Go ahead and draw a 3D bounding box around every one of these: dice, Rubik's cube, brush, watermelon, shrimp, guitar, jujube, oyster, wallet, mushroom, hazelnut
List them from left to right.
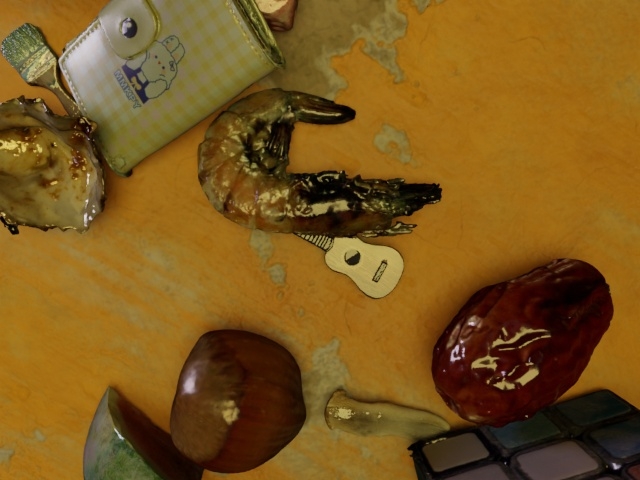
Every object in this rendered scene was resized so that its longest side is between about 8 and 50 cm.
[{"bbox_3d":[-0.467,-0.114,0.992,0.337,0.133,0.197,8,97,1],"label":"oyster"},{"bbox_3d":[-0.402,-0.236,1.039,0.070,0.021,0.196,-38,97,2],"label":"brush"},{"bbox_3d":[-0.270,0.372,1.038,0.260,0.176,0.256,35,132,-5],"label":"watermelon"},{"bbox_3d":[-0.223,-0.257,0.970,0.310,0.077,0.223,-28,95,23],"label":"wallet"},{"bbox_3d":[-0.117,0.239,1.004,0.210,0.186,0.210,-1,78,5],"label":"hazelnut"},{"bbox_3d":[-0.078,-0.360,0.994,0.093,0.094,0.091,11,96,0],"label":"dice"},{"bbox_3d":[-0.001,0.000,1.055,0.271,0.038,0.083,28,89,2],"label":"guitar"},{"bbox_3d":[0.000,-0.120,1.020,0.365,0.071,0.233,2,78,-1],"label":"shrimp"},{"bbox_3d":[0.104,0.282,1.080,0.202,0.054,0.059,11,103,-7],"label":"mushroom"},{"bbox_3d":[0.296,0.147,0.999,0.290,0.197,0.197,-36,95,-14],"label":"jujube"},{"bbox_3d":[0.361,0.456,0.945,0.364,0.362,0.358,-14,96,-4],"label":"Rubik's cube"}]
